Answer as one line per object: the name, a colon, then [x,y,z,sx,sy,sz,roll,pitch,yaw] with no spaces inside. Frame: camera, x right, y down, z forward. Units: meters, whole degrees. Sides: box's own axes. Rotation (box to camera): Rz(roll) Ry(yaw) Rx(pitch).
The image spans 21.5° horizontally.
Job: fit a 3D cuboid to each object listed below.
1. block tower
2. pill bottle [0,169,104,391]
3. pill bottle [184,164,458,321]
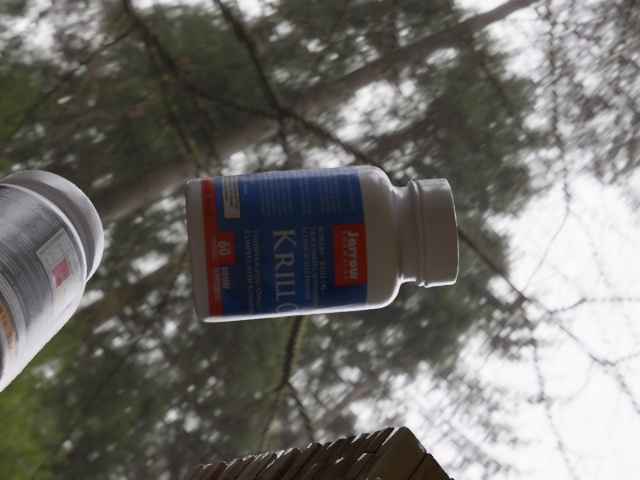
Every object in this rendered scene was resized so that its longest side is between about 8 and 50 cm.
block tower: [-0.017,0.230,1.391,0.091,0.097,0.335,51,-34,-15]
pill bottle: [-0.310,0.042,1.545,0.162,0.278,0.162,6,-67,14]
pill bottle: [0.000,0.000,1.420,0.222,0.124,0.124,-5,-74,-3]
